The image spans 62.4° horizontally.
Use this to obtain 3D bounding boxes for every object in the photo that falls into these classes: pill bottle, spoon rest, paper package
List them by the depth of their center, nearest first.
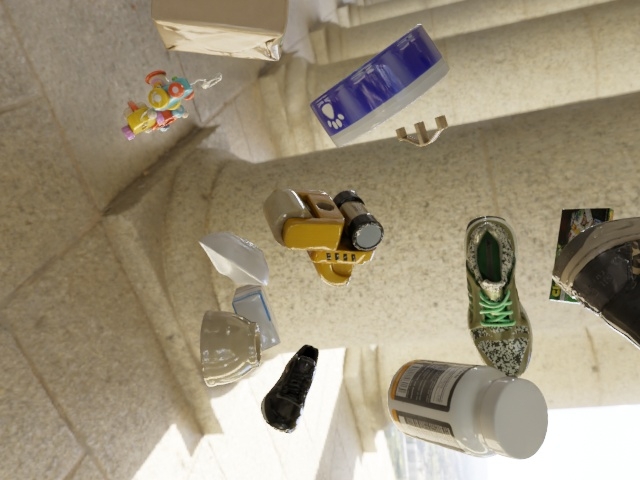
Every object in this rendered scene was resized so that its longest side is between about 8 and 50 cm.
[{"bbox_3d":[-0.152,0.039,0.967,0.084,0.137,0.276,-57,-178,-3],"label":"spoon rest"},{"bbox_3d":[0.265,0.311,0.989,0.279,0.162,0.162,-13,-97,59],"label":"pill bottle"},{"bbox_3d":[-0.226,-0.619,1.241,0.168,0.310,0.324,157,-64,-83],"label":"paper package"}]

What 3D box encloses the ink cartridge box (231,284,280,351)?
[{"bbox_3d":[-0.165,0.192,1.367,0.190,0.082,0.139,-129,-161,-82],"label":"ink cartridge box"}]

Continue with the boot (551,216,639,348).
[{"bbox_3d":[0.492,0.081,0.573,0.284,0.378,0.138,-109,-163,-49],"label":"boot"}]

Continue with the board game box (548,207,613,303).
[{"bbox_3d":[0.701,0.042,1.426,0.030,0.136,0.259,15,83,-36],"label":"board game box"}]

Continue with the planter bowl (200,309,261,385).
[{"bbox_3d":[-0.186,0.227,1.139,0.162,0.109,0.161,-5,90,-89],"label":"planter bowl"}]

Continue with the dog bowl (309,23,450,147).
[{"bbox_3d":[0.111,-0.300,1.036,0.104,0.265,0.265,54,21,-12],"label":"dog bowl"}]

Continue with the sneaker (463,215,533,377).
[{"bbox_3d":[0.414,0.136,1.281,0.182,0.158,0.409,9,72,-67],"label":"sneaker"}]

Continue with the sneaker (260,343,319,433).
[{"bbox_3d":[-0.068,0.356,1.334,0.283,0.107,0.124,-67,-178,-70],"label":"sneaker"}]

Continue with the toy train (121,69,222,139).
[{"bbox_3d":[-0.212,-0.193,0.721,0.125,0.166,0.046,-41,102,-42],"label":"toy train"}]

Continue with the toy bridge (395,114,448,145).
[{"bbox_3d":[0.270,-0.285,1.409,0.188,0.026,0.063,0,-66,62],"label":"toy bridge"}]

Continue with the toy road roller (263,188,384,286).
[{"bbox_3d":[0.000,0.000,1.482,0.202,0.330,0.240,-119,-142,-54],"label":"toy road roller"}]
